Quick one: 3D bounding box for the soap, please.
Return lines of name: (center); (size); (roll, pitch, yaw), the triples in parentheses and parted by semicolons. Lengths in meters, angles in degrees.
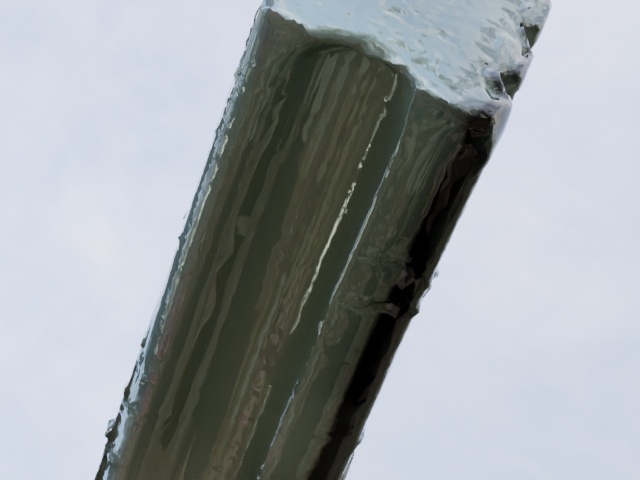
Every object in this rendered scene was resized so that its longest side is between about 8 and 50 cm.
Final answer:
soap: (0.000, 0.000, 0.632); (0.094, 0.150, 0.261); (24, -54, 4)
